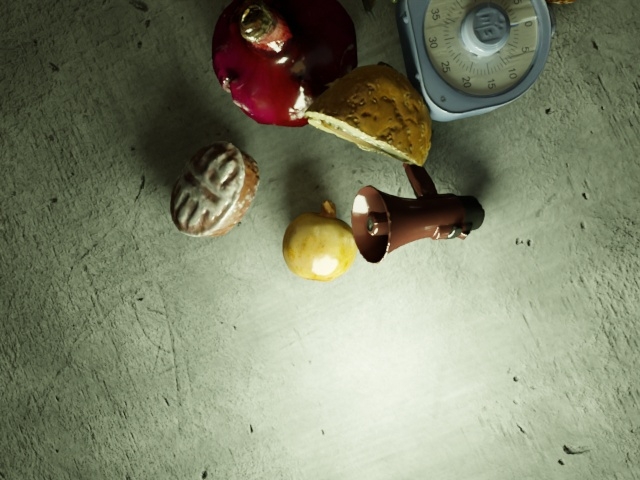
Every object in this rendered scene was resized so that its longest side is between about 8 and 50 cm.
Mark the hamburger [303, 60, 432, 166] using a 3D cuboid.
[{"bbox_3d":[0.143,-0.332,1.270,0.330,0.162,0.208,19,91,-15],"label":"hamburger"}]

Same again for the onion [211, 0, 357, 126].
[{"bbox_3d":[-0.109,-0.509,1.309,0.399,0.420,0.398,-2,81,12],"label":"onion"}]

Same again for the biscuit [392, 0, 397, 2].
[{"bbox_3d":[0.336,-0.753,1.421,0.323,0.038,0.099,-19,79,8],"label":"biscuit"}]

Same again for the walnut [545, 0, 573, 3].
[{"bbox_3d":[0.630,-0.679,1.342,0.207,0.116,0.115,1,90,3],"label":"walnut"}]

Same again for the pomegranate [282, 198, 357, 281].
[{"bbox_3d":[-0.003,0.016,1.405,0.207,0.207,0.207,0,90,10],"label":"pomegranate"}]

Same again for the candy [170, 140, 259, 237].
[{"bbox_3d":[-0.300,-0.141,1.471,0.214,0.157,0.289,42,103,22],"label":"candy"}]

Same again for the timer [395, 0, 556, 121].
[{"bbox_3d":[0.393,-0.504,1.268,0.395,0.173,0.394,0,93,-4],"label":"timer"}]

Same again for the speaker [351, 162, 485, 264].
[{"bbox_3d":[0.237,-0.079,1.359,0.330,0.259,0.198,-11,124,-28],"label":"speaker"}]

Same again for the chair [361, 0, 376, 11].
[{"bbox_3d":[0.289,-0.793,1.315,0.241,0.203,0.416,26,89,21],"label":"chair"}]
